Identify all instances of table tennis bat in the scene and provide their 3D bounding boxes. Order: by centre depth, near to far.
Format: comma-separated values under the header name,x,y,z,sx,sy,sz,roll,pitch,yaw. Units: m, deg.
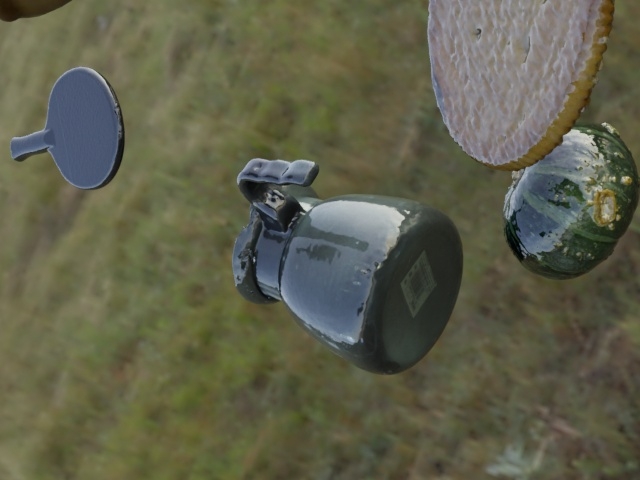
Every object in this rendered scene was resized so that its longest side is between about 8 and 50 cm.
name,x,y,z,sx,sy,sz,roll,pitch,yaw
table tennis bat,-0.314,-0.131,1.996,0.236,0.027,0.150,-10,90,49

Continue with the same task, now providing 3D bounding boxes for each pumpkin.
name,x,y,z,sx,sy,sz,roll,pitch,yaw
pumpkin,0.291,-0.046,1.881,0.190,0.146,0.190,-171,90,-90

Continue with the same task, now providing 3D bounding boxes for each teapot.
name,x,y,z,sx,sy,sz,roll,pitch,yaw
teapot,-0.005,0.023,2.048,0.305,0.285,0.223,17,-88,-56

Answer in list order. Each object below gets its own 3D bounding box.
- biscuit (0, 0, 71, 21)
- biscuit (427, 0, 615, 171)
name,x,y,z,sx,sy,sz,roll,pitch,yaw
biscuit,-0.291,-0.273,1.153,0.268,0.366,0.115,74,-143,-52
biscuit,0.170,-0.207,1.367,0.305,0.038,0.305,-178,90,-68
